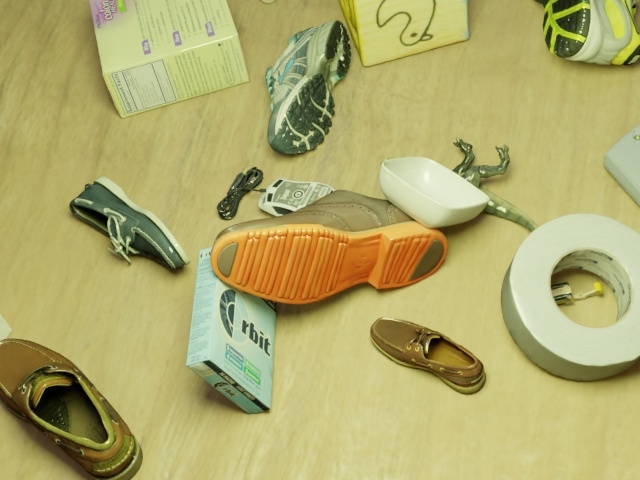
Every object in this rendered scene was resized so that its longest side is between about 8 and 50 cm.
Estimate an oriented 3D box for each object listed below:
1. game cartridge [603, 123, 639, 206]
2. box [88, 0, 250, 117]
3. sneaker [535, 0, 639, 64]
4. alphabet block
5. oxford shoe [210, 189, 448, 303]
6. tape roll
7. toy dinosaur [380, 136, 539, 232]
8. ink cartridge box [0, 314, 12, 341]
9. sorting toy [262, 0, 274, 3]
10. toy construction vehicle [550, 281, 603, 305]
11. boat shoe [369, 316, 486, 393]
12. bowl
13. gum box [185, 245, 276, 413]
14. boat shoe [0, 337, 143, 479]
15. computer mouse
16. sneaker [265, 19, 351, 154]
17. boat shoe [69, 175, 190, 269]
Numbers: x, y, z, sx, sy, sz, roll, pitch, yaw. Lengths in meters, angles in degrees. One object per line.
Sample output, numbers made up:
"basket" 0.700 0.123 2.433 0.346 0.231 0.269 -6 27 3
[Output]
"game cartridge" 0.594 -0.133 1.526 0.294 0.060 0.196 -24 57 -9
"box" -0.272 -0.361 1.801 0.243 0.117 0.213 -17 53 -4
"sneaker" 0.462 -0.430 1.739 0.147 0.145 0.384 18 50 -15
"alphabet block" 0.135 -0.451 1.753 0.197 0.192 0.193 -16 51 -1
"oxford shoe" 0.000 0.000 1.435 0.364 0.130 0.132 0 38 -31
"tape roll" 0.359 0.076 1.366 0.219 0.072 0.219 0 65 -1
"toy dinosaur" 0.232 -0.096 1.556 0.268 0.064 0.118 20 74 22
"ink cartridge box" -0.546 0.155 1.484 0.092 0.090 0.143 17 60 21
"sorting toy" -0.068 -0.580 1.926 0.193 0.038 0.208 -35 52 20
"toy construction vehicle" 0.347 0.053 1.445 0.098 0.035 0.086 -15 52 9
"boat shoe" 0.148 0.147 1.390 0.178 0.060 0.064 25 62 25
"bowl" 0.159 -0.067 1.471 0.142 0.053 0.142 38 28 28
"gum box" -0.119 0.123 1.392 0.041 0.157 0.184 -16 51 24
"boat shoe" -0.367 0.213 1.401 0.307 0.104 0.111 29 64 27
"computer mouse" -0.061 -0.062 1.594 0.193 0.042 0.106 12 52 24
"sneaker" -0.040 -0.252 1.709 0.122 0.110 0.283 -1 49 31
"boat shoe" -0.302 -0.017 1.567 0.079 0.095 0.254 -40 56 -21
